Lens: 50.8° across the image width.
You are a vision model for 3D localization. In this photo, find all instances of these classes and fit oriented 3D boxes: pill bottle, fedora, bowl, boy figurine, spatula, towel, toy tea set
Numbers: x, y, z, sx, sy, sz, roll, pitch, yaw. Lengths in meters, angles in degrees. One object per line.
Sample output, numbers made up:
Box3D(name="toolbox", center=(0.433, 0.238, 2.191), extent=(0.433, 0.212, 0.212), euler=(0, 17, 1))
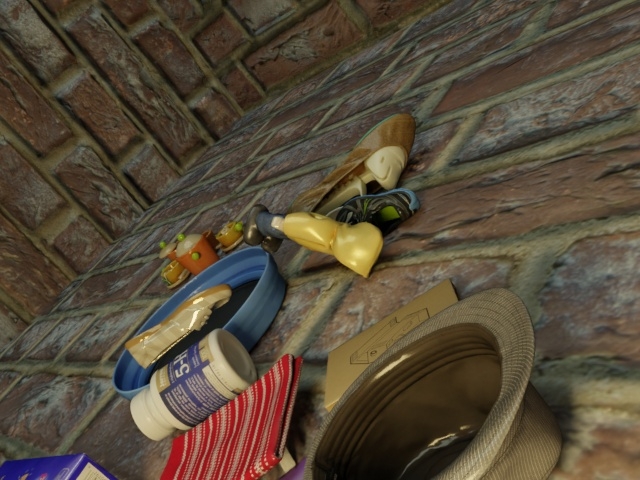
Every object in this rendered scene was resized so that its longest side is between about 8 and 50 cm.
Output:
Box3D(name="pill bottle", center=(-0.206, 0.236, 1.080), extent=(0.186, 0.112, 0.112), euler=(-36, 20, 9))
Box3D(name="fedora", center=(0.113, 0.184, 0.604), extent=(0.275, 0.124, 0.244), euler=(-42, 16, 17))
Box3D(name="bowl", center=(-0.233, 0.171, 1.324), extent=(0.391, 0.077, 0.391), euler=(-34, 20, 14))
Box3D(name="boy figurine", center=(0.000, 0.000, 1.194), extent=(0.285, 0.177, 0.092), euler=(14, 82, 40))
Box3D(name="spatula", center=(-0.056, 0.260, 0.879), extent=(0.084, 0.030, 0.296), euler=(-38, 19, -1))
Box3D(name="towel", center=(-0.135, 0.283, 0.913), extent=(0.275, 0.031, 0.199), euler=(-40, 18, 25))
Box3D(name="toy tea set", center=(-0.356, 0.018, 1.804), extent=(0.336, 0.124, 0.200), euler=(-18, 28, 45))

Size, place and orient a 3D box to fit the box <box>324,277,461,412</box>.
Box3D(name="box", center=(0.094, 0.130, 0.863), extent=(0.201, 0.021, 0.164), euler=(-33, 9, 10))

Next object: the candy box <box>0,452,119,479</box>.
Box3D(name="candy box", center=(-0.468, 0.468, 1.018), extent=(0.317, 0.122, 0.268), euler=(-18, 29, 43))

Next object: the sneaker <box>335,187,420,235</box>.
Box3D(name="sneaker", center=(0.092, -0.044, 1.231), extent=(0.188, 0.067, 0.078), euler=(-16, 24, 42))

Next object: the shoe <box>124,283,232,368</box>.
Box3D(name="shoe", center=(-0.243, 0.152, 1.202), extent=(0.219, 0.058, 0.076), euler=(-33, -11, 5))

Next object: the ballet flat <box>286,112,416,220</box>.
Box3D(name="ballet flat", center=(0.079, -0.117, 1.380), extent=(0.342, 0.116, 0.124), euler=(-37, 40, 5))
